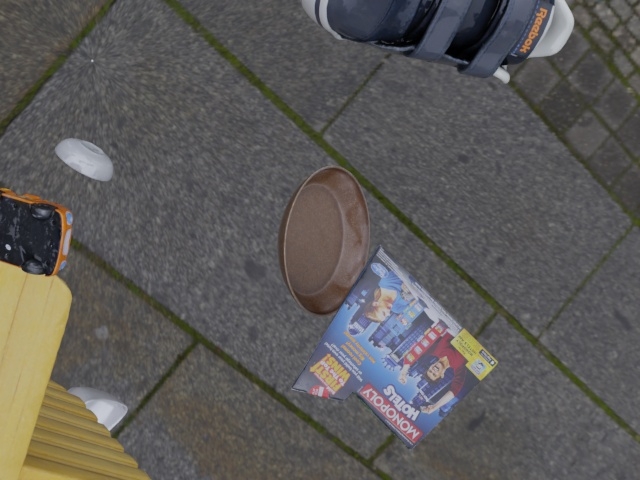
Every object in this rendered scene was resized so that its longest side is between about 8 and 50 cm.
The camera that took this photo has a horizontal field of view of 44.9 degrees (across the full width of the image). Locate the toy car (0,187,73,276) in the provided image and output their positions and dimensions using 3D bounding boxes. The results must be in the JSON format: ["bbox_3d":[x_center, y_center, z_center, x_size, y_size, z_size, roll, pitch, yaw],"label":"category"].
[{"bbox_3d":[-0.145,-0.043,0.381,0.060,0.040,0.121,-3,94,20],"label":"toy car"}]

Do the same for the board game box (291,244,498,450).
[{"bbox_3d":[0.070,0.141,0.920,0.194,0.060,0.194,-44,85,0],"label":"board game box"}]

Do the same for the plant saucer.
[{"bbox_3d":[0.000,0.000,1.017,0.199,0.036,0.198,-15,108,-54],"label":"plant saucer"}]

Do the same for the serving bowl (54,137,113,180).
[{"bbox_3d":[-0.316,-0.115,1.055,0.083,0.083,0.027,31,103,-20],"label":"serving bowl"}]

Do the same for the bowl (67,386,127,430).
[{"bbox_3d":[-0.395,0.290,1.243,0.142,0.053,0.142,-43,155,-3],"label":"bowl"}]

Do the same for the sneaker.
[{"bbox_3d":[0.127,-0.215,0.687,0.321,0.127,0.126,-19,144,-47],"label":"sneaker"}]

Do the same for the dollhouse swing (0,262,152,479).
[{"bbox_3d":[-0.309,0.081,0.794,0.305,0.347,0.315,14,97,-42],"label":"dollhouse swing"}]
